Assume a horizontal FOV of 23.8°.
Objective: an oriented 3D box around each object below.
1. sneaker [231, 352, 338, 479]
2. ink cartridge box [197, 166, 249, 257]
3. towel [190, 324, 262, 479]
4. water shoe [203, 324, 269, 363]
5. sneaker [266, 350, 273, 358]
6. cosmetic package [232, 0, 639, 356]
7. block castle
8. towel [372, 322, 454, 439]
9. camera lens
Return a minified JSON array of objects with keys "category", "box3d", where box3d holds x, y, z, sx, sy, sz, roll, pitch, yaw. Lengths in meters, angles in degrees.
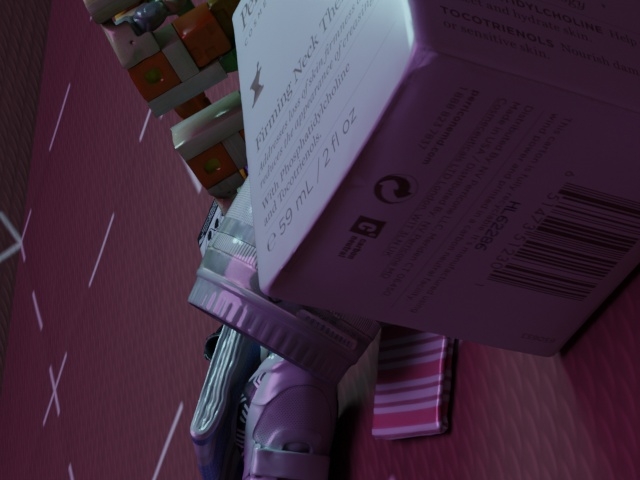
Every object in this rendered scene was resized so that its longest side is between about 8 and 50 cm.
[{"category":"sneaker","box3d":[-0.033,0.323,1.842,0.210,0.137,0.366,-128,49,-60]},{"category":"ink cartridge box","box3d":[-0.130,-0.052,2.356,0.207,0.046,0.097,-64,28,28]},{"category":"towel","box3d":[-0.111,0.228,1.976,0.285,0.034,0.209,83,-160,-56]},{"category":"water shoe","box3d":[-0.135,0.149,2.223,0.203,0.080,0.073,9,87,67]},{"category":"sneaker","box3d":[-0.028,0.121,2.033,0.082,0.069,0.209,-33,30,15]},{"category":"cosmetic package","box3d":[0.133,-0.158,1.445,0.394,0.327,0.329,-98,30,-41]},{"category":"block castle","box3d":[-0.146,-0.268,2.039,0.212,0.453,0.303,-29,36,2]},{"category":"towel","box3d":[0.113,0.129,1.734,0.144,0.029,0.197,-19,62,61]},{"category":"camera lens","box3d":[0.000,0.000,1.740,0.274,0.219,0.219,-60,22,-6]}]
